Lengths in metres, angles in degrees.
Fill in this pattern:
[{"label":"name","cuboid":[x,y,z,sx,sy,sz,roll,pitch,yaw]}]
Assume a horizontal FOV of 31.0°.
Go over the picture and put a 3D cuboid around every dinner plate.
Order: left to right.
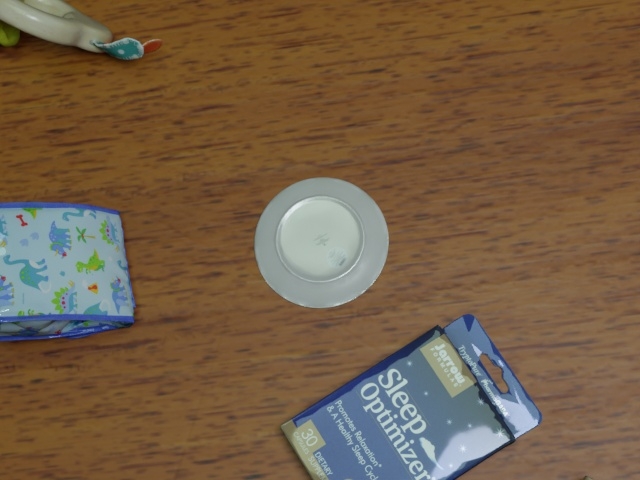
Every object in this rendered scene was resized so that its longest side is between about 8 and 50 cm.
[{"label":"dinner plate","cuboid":[0.000,0.000,1.198,0.141,0.017,0.141,-1,77,5]}]

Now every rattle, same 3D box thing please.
[{"label":"rattle","cuboid":[-0.293,-0.197,1.253,0.200,0.130,0.142,25,90,-15]}]

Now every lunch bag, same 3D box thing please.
[{"label":"lunch bag","cuboid":[-0.270,0.031,1.178,0.151,0.096,0.128,-3,73,-25]}]

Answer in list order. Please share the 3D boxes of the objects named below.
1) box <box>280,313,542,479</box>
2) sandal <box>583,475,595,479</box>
[{"label":"box","cuboid":[0.091,0.179,1.132,0.225,0.036,0.136,-32,75,-4]},{"label":"sandal","cuboid":[0.361,0.256,1.057,0.240,0.088,0.079,25,85,16]}]
